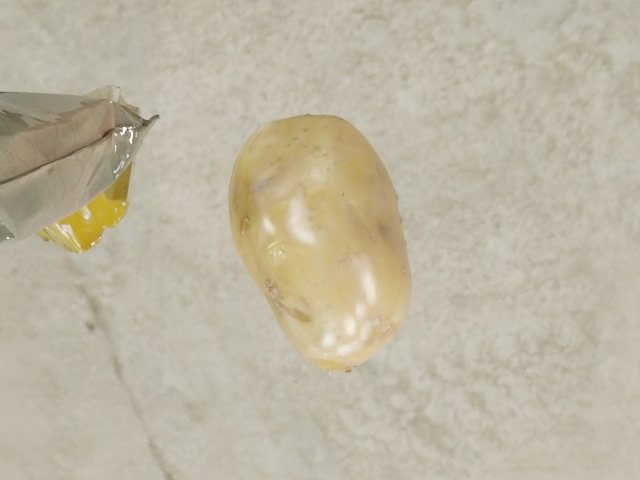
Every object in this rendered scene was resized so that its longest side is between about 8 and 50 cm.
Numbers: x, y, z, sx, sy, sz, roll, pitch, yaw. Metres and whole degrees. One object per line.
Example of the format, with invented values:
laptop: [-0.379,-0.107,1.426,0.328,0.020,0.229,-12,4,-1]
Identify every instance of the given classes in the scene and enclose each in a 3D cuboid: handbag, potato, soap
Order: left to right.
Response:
handbag: [-0.273,-0.046,0.777,0.271,0.182,0.117,-6,105,27]
soap: [-0.336,-0.089,1.465,0.160,0.257,0.080,-23,131,18]
potato: [0.000,0.000,0.708,0.119,0.109,0.178,-27,74,33]
